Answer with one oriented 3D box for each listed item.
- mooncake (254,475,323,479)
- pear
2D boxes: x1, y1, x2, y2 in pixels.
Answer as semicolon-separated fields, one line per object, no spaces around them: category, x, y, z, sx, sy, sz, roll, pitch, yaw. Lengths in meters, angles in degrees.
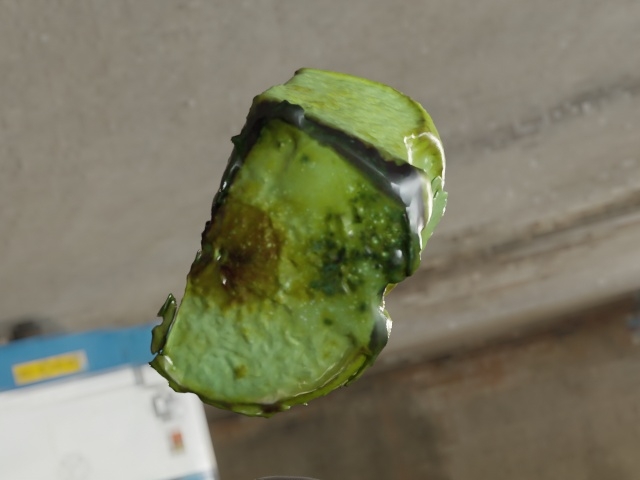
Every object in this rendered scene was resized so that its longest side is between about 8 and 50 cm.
mooncake;-0.017;0.362;1.471;0.212;0.350;0.381;7;-177;18
pear;0.000;0.000;1.482;0.164;0.238;0.255;24;-163;5
